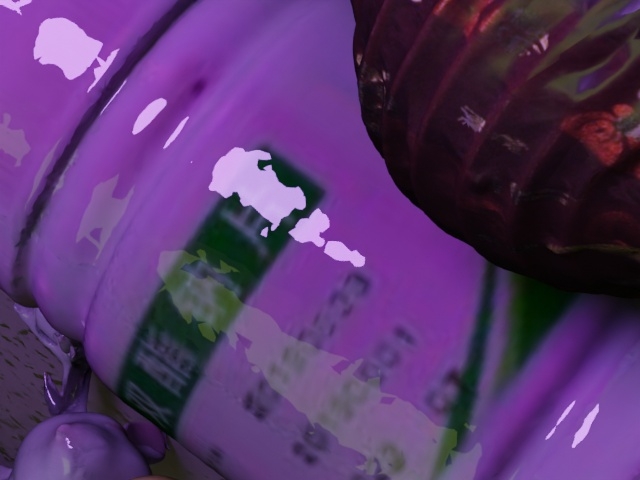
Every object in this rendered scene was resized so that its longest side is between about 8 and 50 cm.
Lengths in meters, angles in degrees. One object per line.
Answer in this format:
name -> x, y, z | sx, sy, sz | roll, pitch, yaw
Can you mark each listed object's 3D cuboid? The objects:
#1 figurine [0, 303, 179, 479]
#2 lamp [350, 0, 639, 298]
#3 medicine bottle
figurine -> -0.120, 0.107, 0.947 | 0.316, 0.206, 0.284 | 7, 136, 30
lamp -> 0.126, -0.074, 0.491 | 0.247, 0.247, 0.247 | 25, 139, 23
medicine bottle -> 0.000, 0.000, 0.694 | 0.325, 0.212, 0.212 | 37, 143, 8
